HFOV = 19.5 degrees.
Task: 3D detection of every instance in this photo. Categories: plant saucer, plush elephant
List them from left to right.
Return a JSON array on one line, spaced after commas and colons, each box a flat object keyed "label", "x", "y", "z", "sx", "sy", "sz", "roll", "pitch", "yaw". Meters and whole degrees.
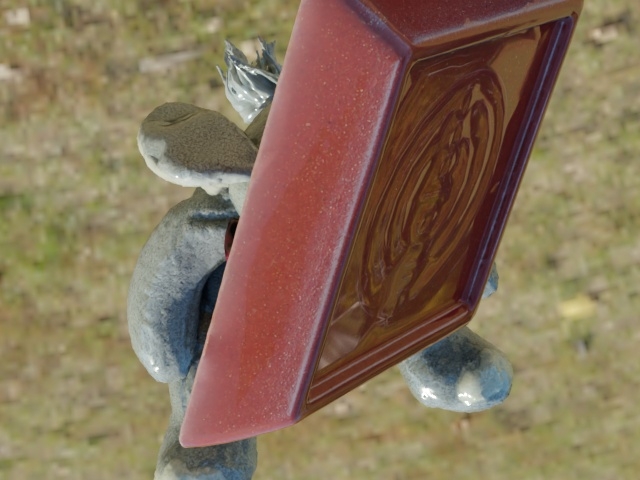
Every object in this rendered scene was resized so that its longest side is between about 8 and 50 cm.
[{"label": "plush elephant", "x": 0.000, "y": 0.000, "z": 1.254, "sx": 0.271, "sy": 0.330, "sz": 0.255, "roll": -11, "pitch": 177, "yaw": -10}, {"label": "plant saucer", "x": 0.046, "y": -0.029, "z": 0.957, "sx": 0.259, "sy": 0.047, "sz": 0.258, "roll": -24, "pitch": 136, "yaw": -57}]
